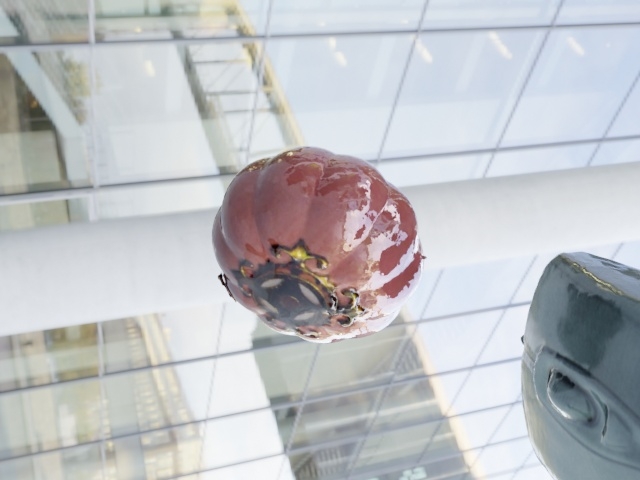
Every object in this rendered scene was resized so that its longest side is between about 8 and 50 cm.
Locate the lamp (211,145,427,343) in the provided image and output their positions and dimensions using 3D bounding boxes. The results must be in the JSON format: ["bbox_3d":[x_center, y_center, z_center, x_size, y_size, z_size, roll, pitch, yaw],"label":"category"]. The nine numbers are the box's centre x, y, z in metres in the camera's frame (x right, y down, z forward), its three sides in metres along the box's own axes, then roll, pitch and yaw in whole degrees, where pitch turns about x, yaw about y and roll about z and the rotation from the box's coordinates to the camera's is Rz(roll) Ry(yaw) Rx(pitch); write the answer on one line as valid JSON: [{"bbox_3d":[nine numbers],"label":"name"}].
[{"bbox_3d":[0.000,0.000,0.687,0.182,0.182,0.140,107,4,-49],"label":"lamp"}]

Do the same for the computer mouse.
[{"bbox_3d":[0.245,0.121,0.518,0.371,0.122,0.188,21,-69,55],"label":"computer mouse"}]
